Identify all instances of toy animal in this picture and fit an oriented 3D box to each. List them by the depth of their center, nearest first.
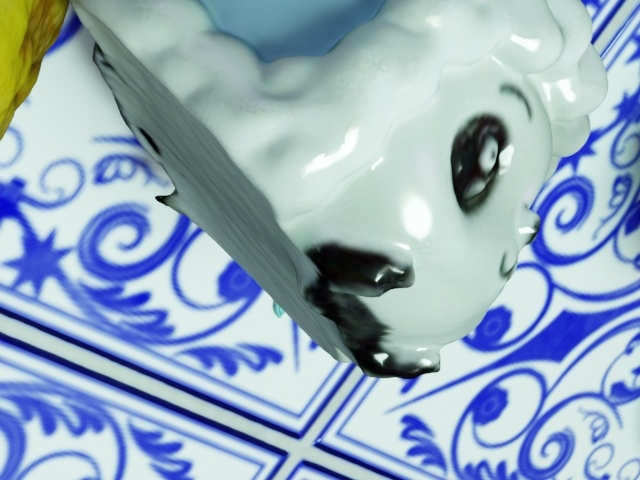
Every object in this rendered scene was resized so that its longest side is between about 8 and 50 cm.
[{"bbox_3d":[0.011,-0.062,0.666,0.156,0.204,0.208,-44,156,-9],"label":"toy animal"}]

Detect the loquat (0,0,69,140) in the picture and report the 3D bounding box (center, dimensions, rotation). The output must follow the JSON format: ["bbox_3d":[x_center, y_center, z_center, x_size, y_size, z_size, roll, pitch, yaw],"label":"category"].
[{"bbox_3d":[-0.153,-0.074,0.616,0.137,0.113,0.137,-39,156,-21],"label":"loquat"}]

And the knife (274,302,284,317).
[{"bbox_3d":[0.000,0.000,0.852,0.014,0.005,0.091,19,107,-41],"label":"knife"}]
